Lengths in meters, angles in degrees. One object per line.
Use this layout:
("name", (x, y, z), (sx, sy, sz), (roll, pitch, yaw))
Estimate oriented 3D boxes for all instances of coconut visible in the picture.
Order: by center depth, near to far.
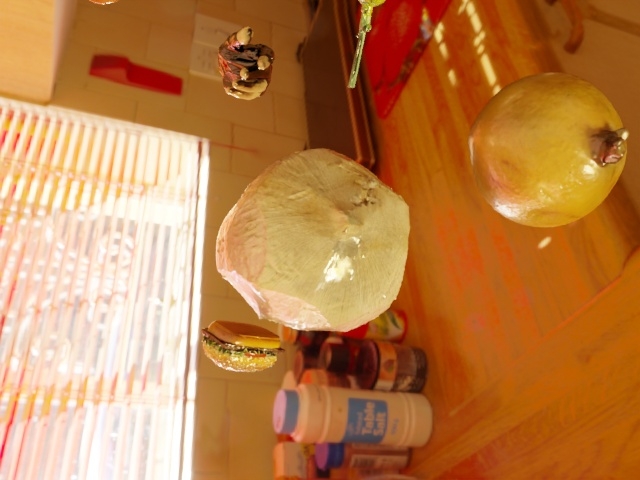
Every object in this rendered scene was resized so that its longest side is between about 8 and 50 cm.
("coconut", (0.000, 0.000, 1.219), (0.404, 0.405, 0.404), (-171, 90, -71))

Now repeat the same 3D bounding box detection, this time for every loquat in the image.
("loquat", (0.321, -0.123, 0.813), (0.246, 0.213, 0.213), (-161, 81, -68))

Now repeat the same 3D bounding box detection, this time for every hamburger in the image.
("hamburger", (-0.166, 0.223, 1.238), (0.137, 0.166, 0.087), (19, 93, 50))

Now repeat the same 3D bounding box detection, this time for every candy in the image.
("candy", (0.096, -0.476, 1.332), (0.077, 0.073, 0.262), (30, 114, 45))

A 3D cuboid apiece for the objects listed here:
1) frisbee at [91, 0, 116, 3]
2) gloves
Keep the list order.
("frisbee", (-0.621, -0.777, 1.692), (0.035, 0.192, 0.192), (-7, -73, -84))
("gloves", (-0.204, -0.489, 1.643), (0.301, 0.152, 0.197), (-120, 16, -65))
